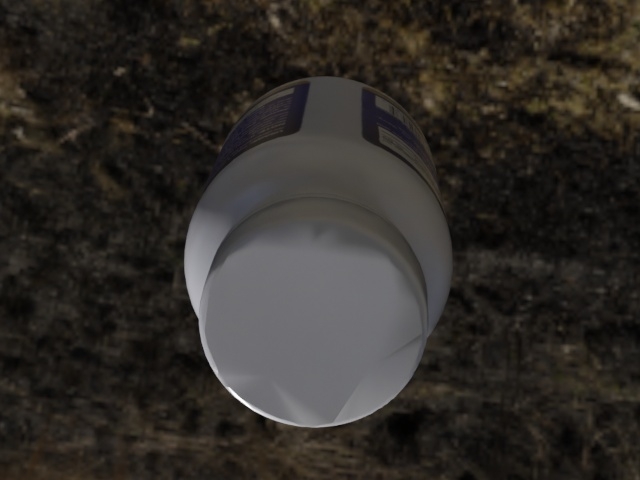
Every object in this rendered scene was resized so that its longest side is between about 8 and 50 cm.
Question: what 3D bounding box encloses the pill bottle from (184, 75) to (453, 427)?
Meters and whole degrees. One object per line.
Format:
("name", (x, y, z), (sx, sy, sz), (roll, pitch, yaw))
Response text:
("pill bottle", (0.000, 0.000, 0.501), (0.112, 0.112, 0.187), (6, -161, 1))
